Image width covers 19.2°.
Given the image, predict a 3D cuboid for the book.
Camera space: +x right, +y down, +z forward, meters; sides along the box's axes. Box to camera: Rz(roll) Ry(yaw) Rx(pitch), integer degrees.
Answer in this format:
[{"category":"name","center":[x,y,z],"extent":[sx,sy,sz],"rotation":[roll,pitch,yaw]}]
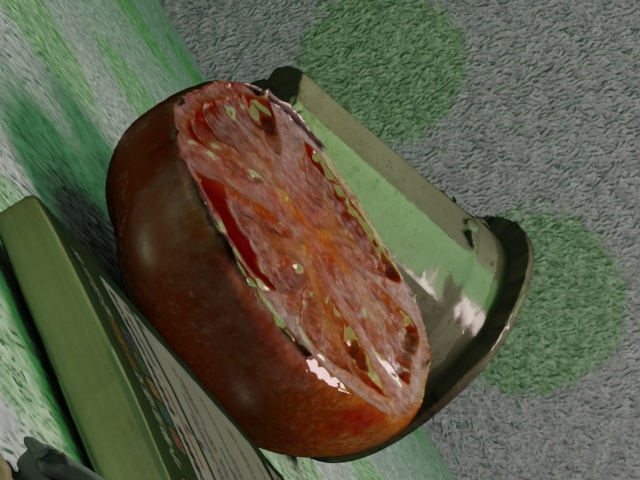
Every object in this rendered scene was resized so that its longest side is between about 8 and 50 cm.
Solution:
[{"category":"book","center":[-0.038,0.119,0.807],"extent":[0.202,0.027,0.264],"rotation":[60,3,40]}]

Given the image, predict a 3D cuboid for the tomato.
[{"category":"tomato","center":[-0.040,0.019,1.033],"extent":[0.237,0.095,0.237],"rotation":[48,21,-26]}]

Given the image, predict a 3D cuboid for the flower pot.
[{"category":"flower pot","center":[0.000,0.000,1.233],"extent":[0.202,0.212,0.212],"rotation":[47,6,-19]}]

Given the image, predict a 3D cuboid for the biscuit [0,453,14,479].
[{"category":"biscuit","center":[-0.050,0.108,0.349],"extent":[0.239,0.062,0.108],"rotation":[54,4,-38]}]

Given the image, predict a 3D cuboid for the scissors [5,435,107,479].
[{"category":"scissors","center":[-0.037,0.086,0.475],"extent":[0.101,0.027,0.204],"rotation":[52,-17,-26]}]
